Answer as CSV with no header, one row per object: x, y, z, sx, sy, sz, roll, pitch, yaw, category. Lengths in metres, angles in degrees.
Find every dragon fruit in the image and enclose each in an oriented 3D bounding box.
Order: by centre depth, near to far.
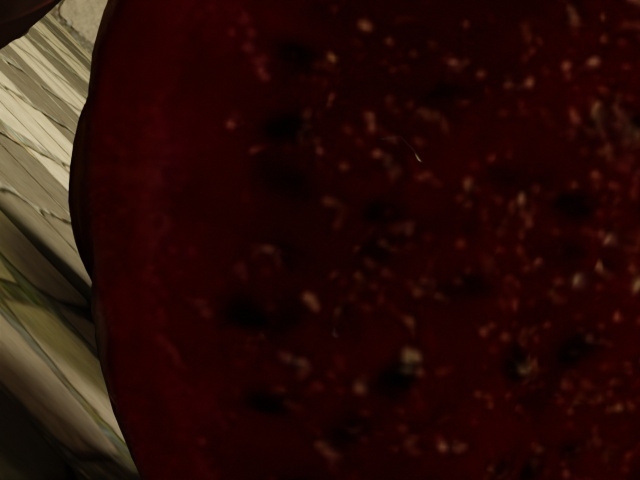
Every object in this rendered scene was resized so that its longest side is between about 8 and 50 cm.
0.120,-0.025,0.532,0.386,0.371,0.249,54,6,-17,dragon fruit

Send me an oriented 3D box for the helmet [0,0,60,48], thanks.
-0.176,-0.182,0.862,0.189,0.193,0.216,44,43,-10,helmet

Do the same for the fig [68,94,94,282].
0.000,-0.001,0.738,0.205,0.205,0.205,45,1,-1,fig
